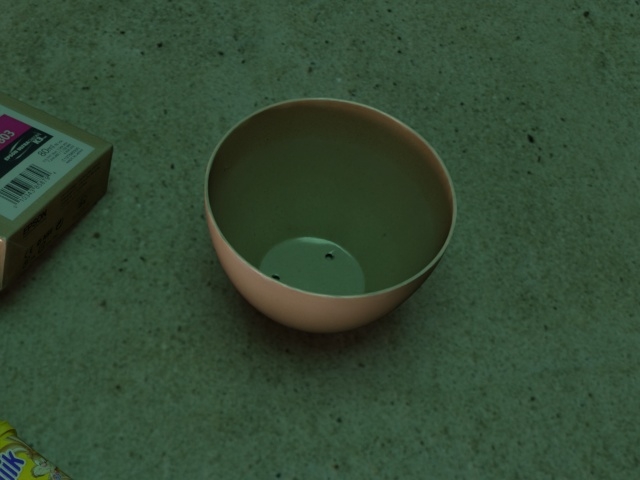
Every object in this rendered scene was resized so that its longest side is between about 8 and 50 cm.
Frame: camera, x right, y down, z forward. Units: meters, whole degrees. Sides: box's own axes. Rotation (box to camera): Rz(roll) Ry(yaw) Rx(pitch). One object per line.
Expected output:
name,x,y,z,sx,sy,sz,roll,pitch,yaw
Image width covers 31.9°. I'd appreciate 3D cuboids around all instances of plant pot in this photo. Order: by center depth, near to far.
plant pot,0.000,0.000,1.319,0.284,0.191,0.284,5,53,-7

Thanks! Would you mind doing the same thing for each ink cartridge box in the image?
ink cartridge box,-0.391,-0.070,1.337,0.193,0.088,0.235,25,40,8

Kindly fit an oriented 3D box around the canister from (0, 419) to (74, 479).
canister,-0.306,0.278,1.140,0.170,0.073,0.126,33,56,13
